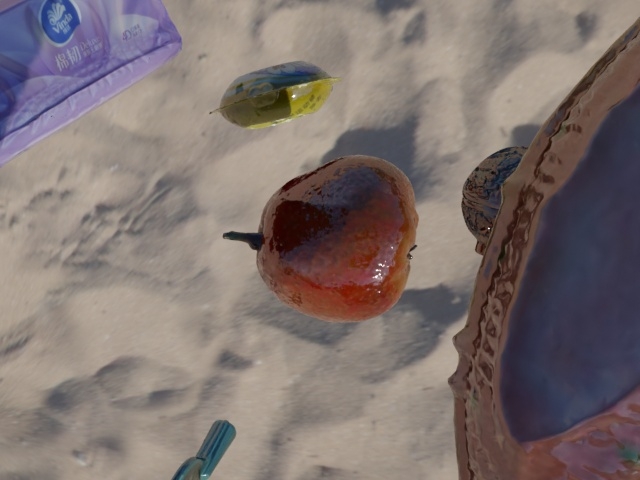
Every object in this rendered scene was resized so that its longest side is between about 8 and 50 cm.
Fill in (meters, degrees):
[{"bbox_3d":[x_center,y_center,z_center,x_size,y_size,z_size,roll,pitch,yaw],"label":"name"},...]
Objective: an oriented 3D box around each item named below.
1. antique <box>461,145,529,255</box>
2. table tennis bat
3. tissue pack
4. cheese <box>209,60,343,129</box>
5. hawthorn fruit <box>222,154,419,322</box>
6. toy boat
[{"bbox_3d":[0.170,-0.032,1.103,0.104,0.104,0.104,2,82,-15],"label":"antique"},{"bbox_3d":[-0.163,0.312,1.670,0.033,0.124,0.201,16,48,17],"label":"table tennis bat"},{"bbox_3d":[-0.346,-0.178,1.378,0.338,0.242,0.160,-43,112,-49],"label":"tissue pack"},{"bbox_3d":[-0.050,-0.191,1.717,0.177,0.270,0.069,-14,92,14],"label":"cheese"},{"bbox_3d":[0.000,0.000,1.494,0.225,0.196,0.196,1,82,2],"label":"hawthorn fruit"},{"bbox_3d":[0.133,0.009,0.520,0.141,0.099,0.318,32,101,31],"label":"toy boat"}]
